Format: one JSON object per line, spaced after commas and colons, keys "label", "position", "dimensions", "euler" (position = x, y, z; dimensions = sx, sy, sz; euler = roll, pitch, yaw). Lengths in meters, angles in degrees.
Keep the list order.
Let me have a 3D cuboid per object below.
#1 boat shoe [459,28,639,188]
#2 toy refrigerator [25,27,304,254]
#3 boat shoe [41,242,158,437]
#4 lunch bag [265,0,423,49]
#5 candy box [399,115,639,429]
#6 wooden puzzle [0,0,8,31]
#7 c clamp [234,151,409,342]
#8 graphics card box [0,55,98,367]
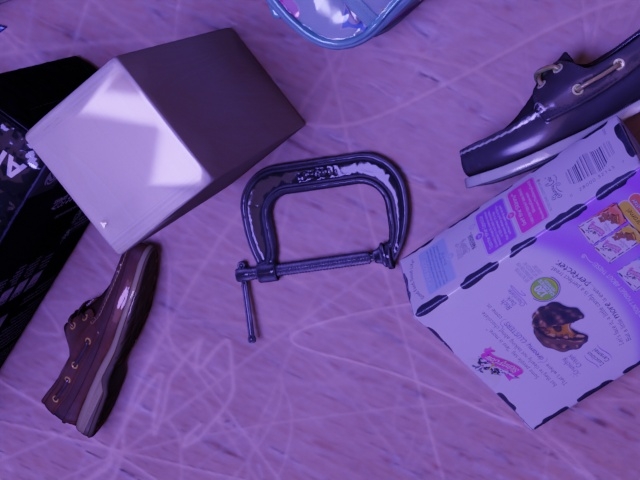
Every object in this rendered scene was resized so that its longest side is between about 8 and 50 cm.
{"label": "boat shoe", "position": [0.200, -0.111, 1.069], "dimensions": [0.228, 0.081, 0.068], "euler": [-26, 92, 9]}
{"label": "toy refrigerator", "position": [-0.104, -0.078, 1.040], "dimensions": [0.094, 0.269, 0.102], "euler": [-38, 93, 18]}
{"label": "boat shoe", "position": [-0.185, 0.078, 1.199], "dimensions": [0.060, 0.064, 0.178], "euler": [24, 108, 4]}
{"label": "lunch bag", "position": [0.001, -0.285, 1.057], "dimensions": [0.224, 0.108, 0.279], "euler": [-43, 90, 17]}
{"label": "candy box", "position": [0.186, 0.029, 1.066], "dimensions": [0.196, 0.070, 0.165], "euler": [-34, 125, 17]}
{"label": "wooden puzzle", "position": [-0.283, -0.224, 1.182], "dimensions": [0.079, 0.014, 0.116], "euler": [-25, 96, 16]}
{"label": "c clamp", "position": [0.000, 0.000, 1.167], "dimensions": [0.161, 0.022, 0.137], "euler": [-14, 94, 16]}
{"label": "graphics card box", "position": [-0.286, 0.038, 1.126], "dimensions": [0.094, 0.233, 0.371], "euler": [36, 108, 3]}
